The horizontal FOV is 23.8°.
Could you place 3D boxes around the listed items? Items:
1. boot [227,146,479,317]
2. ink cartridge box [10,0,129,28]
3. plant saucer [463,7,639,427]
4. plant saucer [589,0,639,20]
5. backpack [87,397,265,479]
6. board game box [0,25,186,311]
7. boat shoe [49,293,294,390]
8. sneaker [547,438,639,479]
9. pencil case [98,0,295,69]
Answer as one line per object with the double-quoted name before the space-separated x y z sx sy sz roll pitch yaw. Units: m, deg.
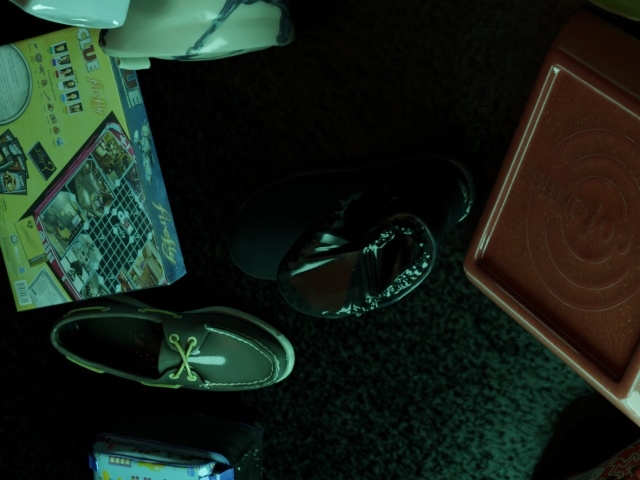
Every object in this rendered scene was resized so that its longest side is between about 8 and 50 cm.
"boot" 0.000 0.000 1.244 0.246 0.207 0.094 -14 102 23
"ink cartridge box" -0.209 -0.390 1.130 0.308 0.091 0.385 36 113 42
"plant saucer" 0.220 -0.016 1.172 0.258 0.047 0.259 43 123 43
"plant saucer" 0.260 -0.282 1.132 0.241 0.037 0.241 15 123 25
"backpack" -0.137 0.254 1.426 0.158 0.117 0.173 10 113 17
"board game box" -0.230 -0.067 1.383 0.165 0.042 0.243 -10 98 22
"boat shoe" -0.139 0.101 1.402 0.227 0.068 0.081 9 109 17
"sneaker" 0.273 0.215 1.251 0.270 0.145 0.090 -33 94 25
"pencil case" -0.117 -0.333 1.206 0.183 0.160 0.411 12 113 42
